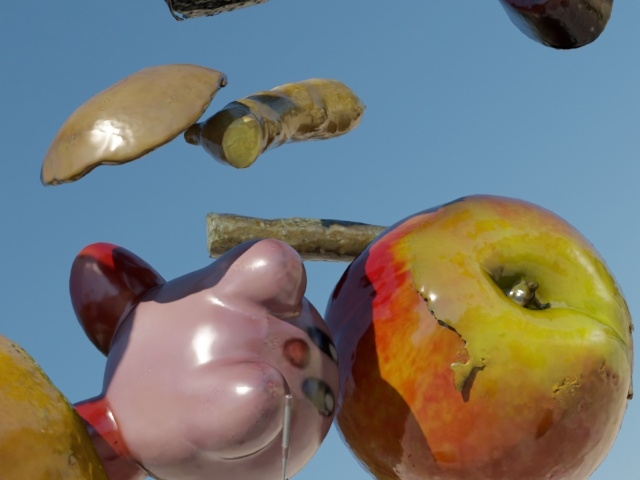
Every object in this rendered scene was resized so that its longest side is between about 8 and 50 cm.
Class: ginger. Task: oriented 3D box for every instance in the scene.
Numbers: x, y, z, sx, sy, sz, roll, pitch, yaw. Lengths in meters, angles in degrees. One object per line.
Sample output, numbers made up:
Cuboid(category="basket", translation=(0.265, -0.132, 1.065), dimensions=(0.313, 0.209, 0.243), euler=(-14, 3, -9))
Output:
Cuboid(category="ginger", translation=(-0.045, -0.120, 1.646), dimensions=(0.118, 0.065, 0.299), euler=(-1, 11, 20))

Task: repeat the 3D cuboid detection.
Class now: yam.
Cuboid(category="yam", translation=(0.000, 0.000, 1.940), dimensions=(0.274, 0.061, 0.061), euler=(2, -30, -9))

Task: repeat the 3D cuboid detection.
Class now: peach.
Cuboid(category="peach", translation=(0.159, 0.136, 1.759), dimensions=(0.370, 0.370, 0.370), euler=(-33, -20, -14))

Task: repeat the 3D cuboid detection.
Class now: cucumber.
Cuboid(category="cucumber", translation=(-0.060, -0.293, 1.810), dimensions=(0.245, 0.067, 0.067), euler=(-15, -25, -13))

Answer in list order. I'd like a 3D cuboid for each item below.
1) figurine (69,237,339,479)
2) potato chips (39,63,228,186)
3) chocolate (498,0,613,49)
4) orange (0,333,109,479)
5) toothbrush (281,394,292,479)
Cuboid(category="figurine", translation=(-0.102, 0.136, 1.570), dimensions=(0.261, 0.270, 0.211), euler=(-12, -35, 26))
Cuboid(category="potato chips", translation=(-0.176, -0.118, 1.517), dimensions=(0.208, 0.062, 0.195), euler=(-35, 14, -25))
Cuboid(category="chocolate", translation=(0.227, -0.271, 1.639), dimensions=(0.080, 0.125, 0.149), euler=(46, -125, -50))
Cuboid(category="orange", translation=(-0.313, 0.207, 1.375), dimensions=(0.262, 0.334, 0.196), euler=(-23, -23, -30))
Cuboid(category="toothbrush", translation=(-0.025, 0.152, 1.219), dimensions=(0.008, 0.006, 0.097), euler=(-70, -13, -55))
